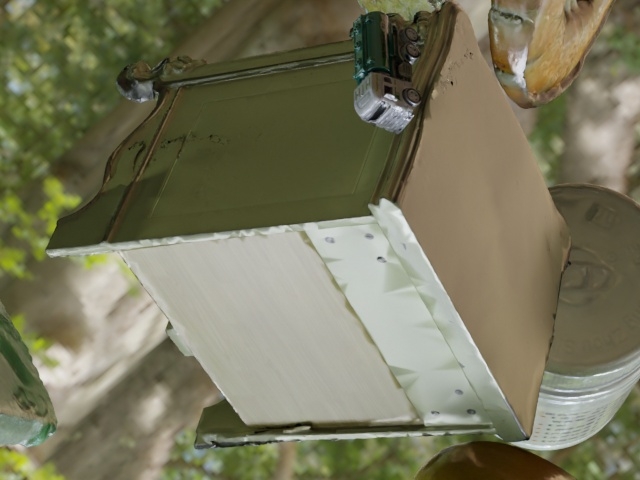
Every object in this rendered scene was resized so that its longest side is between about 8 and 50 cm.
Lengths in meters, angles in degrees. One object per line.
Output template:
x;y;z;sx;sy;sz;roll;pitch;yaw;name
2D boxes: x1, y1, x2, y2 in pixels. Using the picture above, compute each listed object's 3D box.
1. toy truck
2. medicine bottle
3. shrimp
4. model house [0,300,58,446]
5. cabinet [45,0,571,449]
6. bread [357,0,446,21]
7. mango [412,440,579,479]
0.043;-0.119;1.137;0.044;0.039;0.083;16;-125;-25;toy truck
0.234;0.083;1.594;0.190;0.190;0.332;56;170;17;medicine bottle
0.193;-0.243;1.181;0.054;0.290;0.222;19;-151;28;shrimp
-0.482;0.187;1.690;0.194;0.325;0.267;62;-173;16;model house
0.000;0.000;1.330;0.290;0.318;0.227;57;-142;-39;cabinet
0.082;-0.299;1.691;0.172;0.064;0.232;38;160;37;bread
0.173;0.272;1.382;0.211;0.173;0.317;41;177;35;mango
